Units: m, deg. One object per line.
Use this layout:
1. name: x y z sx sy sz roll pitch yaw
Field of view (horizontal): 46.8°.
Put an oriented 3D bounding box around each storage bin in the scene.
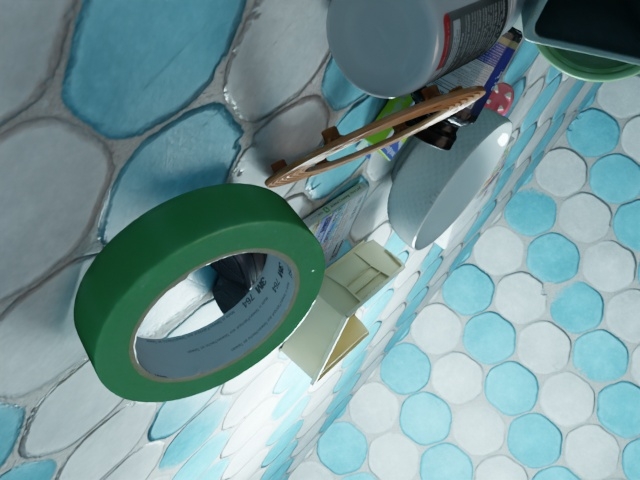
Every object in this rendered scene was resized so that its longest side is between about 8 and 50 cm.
1. storage bin: 0.053 0.162 1.741 0.260 0.123 0.262 -35 156 -42

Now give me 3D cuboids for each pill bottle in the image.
1. pill bottle: 0.223 -0.264 1.207 0.123 0.123 0.219 -18 139 -61
2. pill bottle: 0.150 -0.301 0.976 0.283 0.161 0.161 -34 156 -45

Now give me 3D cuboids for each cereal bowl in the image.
1. cereal bowl: 0.255 -0.150 1.589 0.339 0.141 0.339 -46 162 -19

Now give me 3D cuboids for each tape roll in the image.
1. tape roll: -0.148 0.075 0.951 0.321 0.077 0.321 -26 146 -19

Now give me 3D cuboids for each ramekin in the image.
1. ramekin: 0.584 -0.473 1.531 0.303 0.303 0.148 -55 170 13

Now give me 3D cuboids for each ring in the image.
1. ring: 0.072 -0.152 1.054 0.336 0.032 0.336 -23 -179 1

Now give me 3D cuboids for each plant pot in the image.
1. plant pot: 0.428 -0.432 1.053 0.247 0.248 0.252 109 -14 -45

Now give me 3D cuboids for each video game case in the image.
1. video game case: 0.000 0.000 1.442 0.193 0.023 0.212 -35 157 -43

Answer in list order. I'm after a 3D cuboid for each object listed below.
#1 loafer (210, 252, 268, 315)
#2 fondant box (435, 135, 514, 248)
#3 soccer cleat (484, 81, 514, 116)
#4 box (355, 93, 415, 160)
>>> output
1. loafer: -0.107 0.055 1.148 0.095 0.109 0.302 -48 160 -25
2. fondant box: 0.403 -0.147 2.060 0.238 0.096 0.330 -46 163 -17
3. soccer cleat: 0.390 -0.272 1.804 0.248 0.083 0.095 -59 166 15
4. box: 0.140 -0.218 1.325 0.178 0.042 0.109 -54 163 5
